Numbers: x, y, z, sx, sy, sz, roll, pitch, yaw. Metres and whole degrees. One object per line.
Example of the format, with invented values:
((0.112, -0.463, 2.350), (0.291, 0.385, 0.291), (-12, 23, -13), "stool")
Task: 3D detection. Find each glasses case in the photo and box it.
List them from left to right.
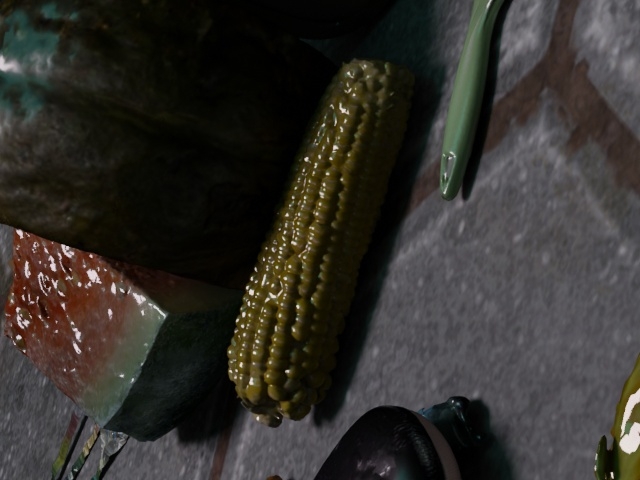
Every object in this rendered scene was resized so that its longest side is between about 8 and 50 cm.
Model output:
((0.008, 0.247, 1.218), (0.314, 0.075, 0.122), (-65, 30, 26), "glasses case")

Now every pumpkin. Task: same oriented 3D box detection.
((-0.157, -0.104, 1.436), (0.303, 0.256, 0.225), (16, 89, 33), "pumpkin")

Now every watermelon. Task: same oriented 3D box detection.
((-0.202, 0.053, 1.583), (0.257, 0.140, 0.193), (42, 122, 25), "watermelon")

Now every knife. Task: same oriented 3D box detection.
((0.029, 0.169, 1.285), (0.296, 0.026, 0.044), (-40, 53, 50), "knife")
((0.119, -0.169, 1.292), (0.043, 0.020, 0.293), (-12, 64, 65), "knife")

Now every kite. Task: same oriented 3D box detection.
((-0.219, 0.186, 1.811), (0.310, 0.015, 0.169), (-64, 27, 21), "kite")

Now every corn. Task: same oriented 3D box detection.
((0.000, 0.000, 1.377), (0.086, 0.086, 0.288), (32, 105, 64), "corn")

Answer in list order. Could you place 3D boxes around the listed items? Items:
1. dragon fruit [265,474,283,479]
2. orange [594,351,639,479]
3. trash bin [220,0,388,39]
((-0.100, 0.236, 1.450), (0.190, 0.094, 0.094), (-52, 33, 32), "dragon fruit")
((0.245, 0.056, 0.693), (0.262, 0.196, 0.334), (41, 119, 47), "orange")
((-0.033, -0.320, 1.486), (0.219, 0.220, 0.250), (-54, 25, 35), "trash bin")
